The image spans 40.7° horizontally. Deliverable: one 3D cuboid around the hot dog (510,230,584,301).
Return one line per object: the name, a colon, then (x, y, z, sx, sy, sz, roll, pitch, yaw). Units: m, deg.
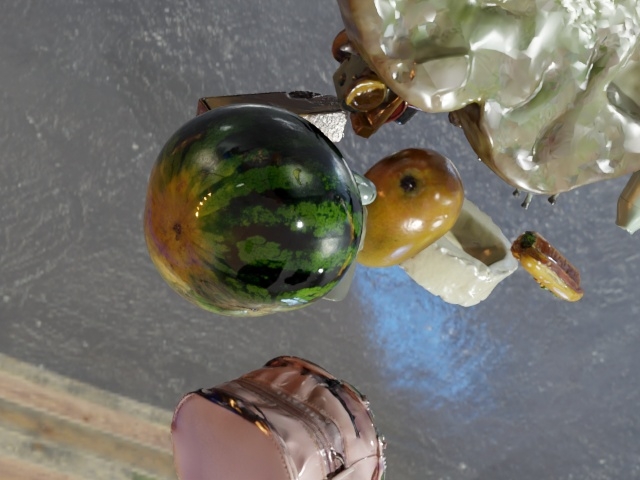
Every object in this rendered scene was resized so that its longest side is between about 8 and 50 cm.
hot dog: (0.363, 0.045, 1.385, 0.055, 0.072, 0.188, -27, 134, 33)

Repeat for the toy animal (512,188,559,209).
toy animal: (0.474, -0.156, 1.797, 0.217, 0.073, 0.176, -12, 136, -43)

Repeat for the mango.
mango: (0.143, -0.048, 1.601, 0.211, 0.173, 0.317, -25, 163, -25)

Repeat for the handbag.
handbag: (-0.048, 0.215, 0.867, 0.116, 0.205, 0.179, -12, 111, -44)

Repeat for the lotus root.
lotus root: (0.206, -0.236, 0.733, 0.390, 0.111, 0.375, 23, 100, -16)

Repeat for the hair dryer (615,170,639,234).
hair dryer: (0.385, -0.085, 0.926, 0.075, 0.237, 0.206, 30, 107, 9)

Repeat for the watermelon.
watermelon: (-0.082, -0.032, 1.025, 0.269, 0.269, 0.269, -4, 136, -3)

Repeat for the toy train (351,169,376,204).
toy train: (-0.027, -0.100, 1.268, 0.234, 0.051, 0.052, 23, 123, -7)

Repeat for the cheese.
cheese: (0.367, 0.028, 2.353, 0.332, 0.292, 0.153, 34, 127, -3)

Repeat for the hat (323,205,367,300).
hat: (0.000, 0.000, 1.383, 0.166, 0.173, 0.144, 11, 115, -7)

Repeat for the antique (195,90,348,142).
antique: (-0.094, -0.241, 1.749, 0.310, 0.093, 0.087, -11, 135, -30)

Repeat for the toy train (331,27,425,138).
toy train: (0.176, -0.344, 1.550, 0.232, 0.163, 0.369, 14, 137, -30)
